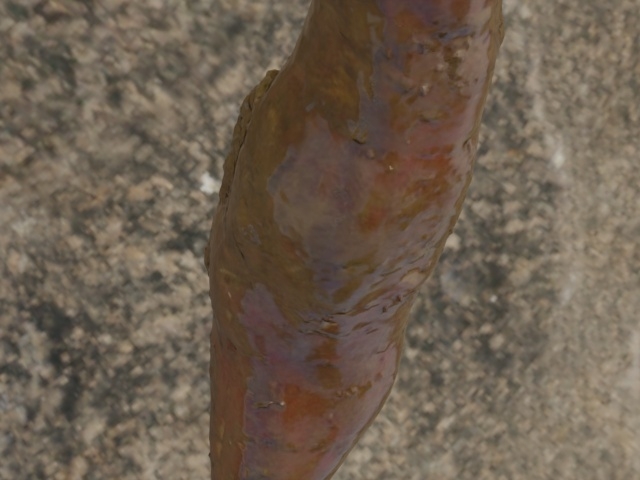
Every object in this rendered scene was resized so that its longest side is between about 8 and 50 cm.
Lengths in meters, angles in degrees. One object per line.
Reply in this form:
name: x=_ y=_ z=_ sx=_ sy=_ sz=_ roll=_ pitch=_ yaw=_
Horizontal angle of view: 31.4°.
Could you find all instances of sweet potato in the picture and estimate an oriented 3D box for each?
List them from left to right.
sweet potato: x=0.003 y=-0.006 z=0.453 sx=0.095 sy=0.106 sz=0.355 roll=19 pitch=129 yaw=3
